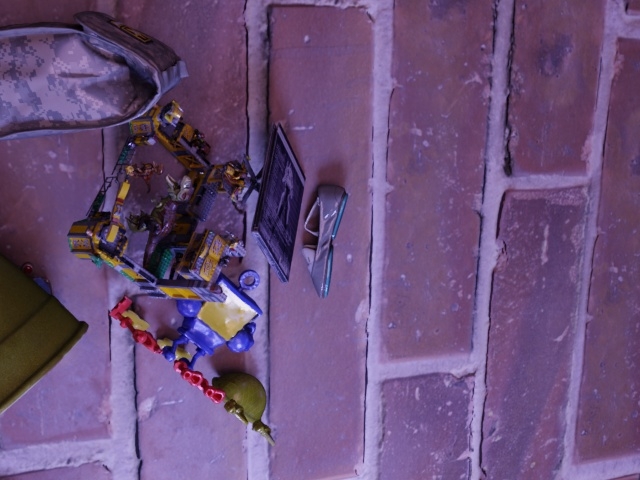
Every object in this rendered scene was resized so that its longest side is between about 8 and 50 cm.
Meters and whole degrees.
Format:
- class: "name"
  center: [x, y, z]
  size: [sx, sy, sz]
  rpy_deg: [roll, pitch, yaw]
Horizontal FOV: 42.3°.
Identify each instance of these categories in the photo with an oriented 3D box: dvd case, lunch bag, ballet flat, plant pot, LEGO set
- class: "dvd case"
  center: [-0.068, -0.063, 1.394]
  size: [0.018, 0.221, 0.164]
  rpy_deg: [-1, 148, 17]
- class: "lunch bag"
  center: [-0.347, -0.243, 1.197]
  size: [0.287, 0.235, 0.168]
  rpy_deg: [-5, 106, 0]
- class: "ballet flat"
  center: [0.000, 0.000, 1.534]
  size: [0.068, 0.072, 0.213]
  rpy_deg: [12, 99, 5]
- class: "plant pot"
  center: [-0.596, 0.107, 1.196]
  size: [0.366, 0.366, 0.353]
  rpy_deg: [-38, 101, -8]
- class: "LEGO set"
  center: [-0.209, -0.056, 1.286]
  size: [0.255, 0.192, 0.331]
  rpy_deg: [55, 49, -39]

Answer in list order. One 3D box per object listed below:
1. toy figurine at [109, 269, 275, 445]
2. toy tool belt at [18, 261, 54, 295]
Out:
- class: "toy figurine"
  center: [-0.156, 0.159, 1.445]
  size: [0.362, 0.191, 0.217]
  rpy_deg: [43, 81, -25]
- class: "toy tool belt"
  center: [-0.472, 0.080, 1.370]
  size: [0.052, 0.051, 0.083]
  rpy_deg: [-21, 109, -15]
